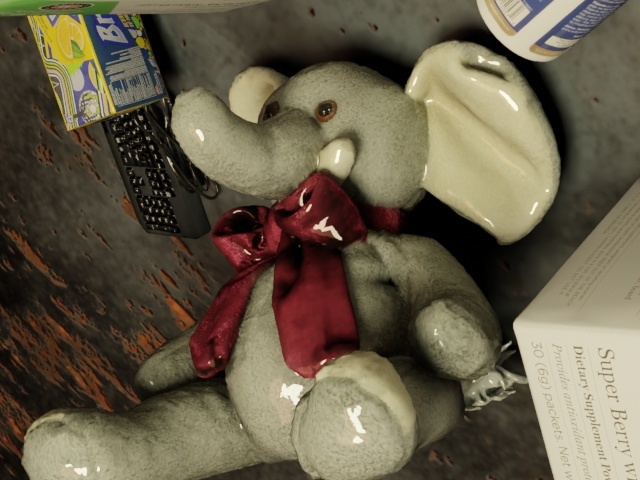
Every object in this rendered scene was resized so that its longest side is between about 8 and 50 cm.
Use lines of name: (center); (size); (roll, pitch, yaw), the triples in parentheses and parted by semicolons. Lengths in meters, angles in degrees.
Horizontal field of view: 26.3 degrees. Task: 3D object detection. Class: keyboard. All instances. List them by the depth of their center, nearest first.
keyboard: (-0.140, -0.083, 1.039); (0.100, 0.038, 0.192); (2, 122, 38)

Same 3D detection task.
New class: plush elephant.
plush elephant: (0.000, 0.000, 0.843); (0.271, 0.330, 0.256); (-13, 87, 43)

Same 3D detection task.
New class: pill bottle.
pill bottle: (0.143, -0.153, 0.732); (0.067, 0.067, 0.120); (49, 138, -1)

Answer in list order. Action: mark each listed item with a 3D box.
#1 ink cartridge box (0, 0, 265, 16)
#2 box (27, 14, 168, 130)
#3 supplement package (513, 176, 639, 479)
ink cartridge box: (-0.042, -0.197, 0.721); (0.278, 0.201, 0.117); (-4, 94, 46)
box: (-0.170, -0.168, 0.963); (0.059, 0.054, 0.169); (-13, 97, 43)
supplement package: (0.281, 0.079, 0.708); (0.292, 0.175, 0.178); (1, 119, 38)
